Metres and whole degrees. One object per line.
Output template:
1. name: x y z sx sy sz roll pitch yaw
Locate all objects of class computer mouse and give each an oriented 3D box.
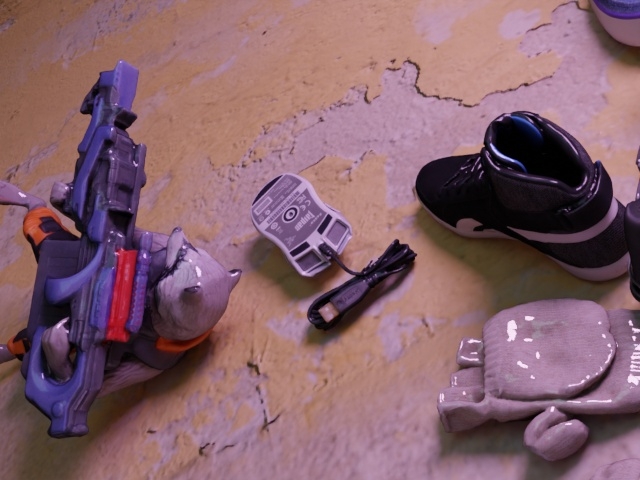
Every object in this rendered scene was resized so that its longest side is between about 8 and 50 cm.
1. computer mouse: 0.000 0.000 0.770 0.106 0.042 0.193 -45 43 3

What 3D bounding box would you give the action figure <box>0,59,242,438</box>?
1. action figure: -0.209 0.010 0.834 0.330 0.179 0.341 8 83 39

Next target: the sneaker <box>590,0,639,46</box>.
1. sneaker: 0.265 -0.350 0.726 0.130 0.236 0.322 -9 47 35

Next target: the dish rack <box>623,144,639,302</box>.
1. dish rack: 0.315 -0.079 0.544 0.208 0.074 0.271 -5 40 35

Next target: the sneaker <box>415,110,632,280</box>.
1. sneaker: 0.136 -0.055 0.639 0.079 0.121 0.217 -49 38 -12

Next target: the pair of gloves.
1. pair of gloves: 0.153 0.130 0.507 0.204 0.042 0.240 -11 46 33
